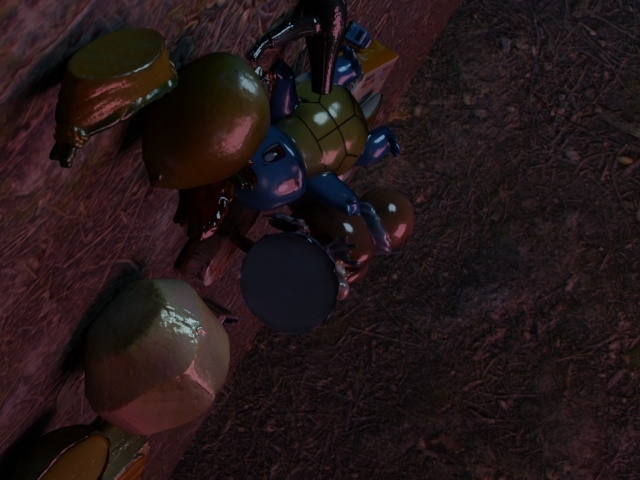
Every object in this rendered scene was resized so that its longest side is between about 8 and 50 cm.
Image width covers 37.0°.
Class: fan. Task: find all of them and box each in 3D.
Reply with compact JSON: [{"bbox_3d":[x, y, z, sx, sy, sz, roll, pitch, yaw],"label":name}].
[{"bbox_3d":[-0.392,0.226,1.737,0.191,0.009,0.329,-58,174,0],"label":"fan"}]

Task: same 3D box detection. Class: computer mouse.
[{"bbox_3d":[0.081,-0.246,2.050,0.199,0.045,0.102,-48,173,-44],"label":"computer mouse"}]

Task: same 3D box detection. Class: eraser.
[{"bbox_3d":[-0.274,0.210,2.265,0.124,0.081,0.279,-56,174,-3],"label":"eraser"}]

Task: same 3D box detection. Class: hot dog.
[{"bbox_3d":[-0.187,-0.019,1.856,0.253,0.069,0.131,-58,166,-23],"label":"hot dog"}]

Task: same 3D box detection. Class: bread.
[{"bbox_3d":[-0.469,0.508,1.983,0.246,0.111,0.239,-40,164,-38],"label":"bread"}]

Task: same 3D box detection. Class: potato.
[{"bbox_3d":[-0.468,0.405,1.565,0.272,0.111,0.160,-52,148,-31],"label":"potato"}]

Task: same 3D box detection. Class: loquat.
[{"bbox_3d":[-0.143,-0.141,1.171,0.195,0.152,0.152,-39,175,3],"label":"loquat"}]

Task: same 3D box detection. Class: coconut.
[{"bbox_3d":[-0.264,0.192,1.565,0.259,0.259,0.259,-56,174,-9],"label":"coconut"}]

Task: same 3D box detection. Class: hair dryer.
[{"bbox_3d":[-0.042,-0.301,1.496,0.219,0.075,0.195,-32,137,-42],"label":"hair dryer"}]

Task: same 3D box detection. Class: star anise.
[{"bbox_3d":[-0.129,-0.128,1.334,0.288,0.088,0.288,-52,-157,33],"label":"star anise"}]

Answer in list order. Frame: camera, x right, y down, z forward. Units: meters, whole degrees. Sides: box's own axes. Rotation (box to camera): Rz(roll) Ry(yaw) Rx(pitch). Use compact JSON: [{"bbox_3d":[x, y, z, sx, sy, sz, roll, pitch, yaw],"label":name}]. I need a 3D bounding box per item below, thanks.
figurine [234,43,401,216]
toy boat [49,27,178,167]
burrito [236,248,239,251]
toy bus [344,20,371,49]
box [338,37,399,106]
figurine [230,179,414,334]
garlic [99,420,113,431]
[{"bbox_3d":[-0.010,-0.207,1.718,0.243,0.298,0.416,-10,-156,26],"label":"figurine"},{"bbox_3d":[-0.195,-0.149,0.944,0.229,0.089,0.088,-55,161,-54],"label":"toy boat"},{"bbox_3d":[-0.181,-0.009,2.040,0.074,0.044,0.118,-51,175,-25],"label":"burrito"},{"bbox_3d":[0.078,-0.419,1.967,0.038,0.046,0.083,-58,173,7],"label":"toy bus"},{"bbox_3d":[0.056,-0.321,2.098,0.221,0.091,0.274,-59,173,28],"label":"box"},{"bbox_3d":[-0.001,0.000,1.846,0.248,0.276,0.388,-64,170,19],"label":"figurine"},{"bbox_3d":[-0.453,0.407,2.070,0.083,0.041,0.053,-64,180,-5],"label":"garlic"}]
